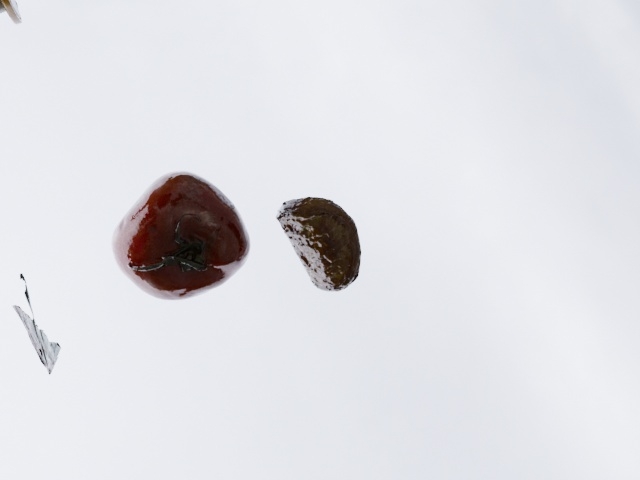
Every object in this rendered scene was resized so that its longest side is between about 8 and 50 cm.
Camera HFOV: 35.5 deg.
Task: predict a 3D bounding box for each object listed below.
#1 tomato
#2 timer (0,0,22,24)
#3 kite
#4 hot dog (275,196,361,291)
[{"bbox_3d":[-0.192,-0.001,1.381,0.187,0.187,0.151,41,180,-25],"label":"tomato"},{"bbox_3d":[-0.561,-0.352,1.397,0.233,0.240,0.234,160,90,-83],"label":"timer"},{"bbox_3d":[-0.359,0.108,1.258,0.011,0.139,0.157,-27,-52,-33],"label":"kite"},{"bbox_3d":[0.000,0.001,1.338,0.147,0.099,0.065,59,-138,-25],"label":"hot dog"}]
